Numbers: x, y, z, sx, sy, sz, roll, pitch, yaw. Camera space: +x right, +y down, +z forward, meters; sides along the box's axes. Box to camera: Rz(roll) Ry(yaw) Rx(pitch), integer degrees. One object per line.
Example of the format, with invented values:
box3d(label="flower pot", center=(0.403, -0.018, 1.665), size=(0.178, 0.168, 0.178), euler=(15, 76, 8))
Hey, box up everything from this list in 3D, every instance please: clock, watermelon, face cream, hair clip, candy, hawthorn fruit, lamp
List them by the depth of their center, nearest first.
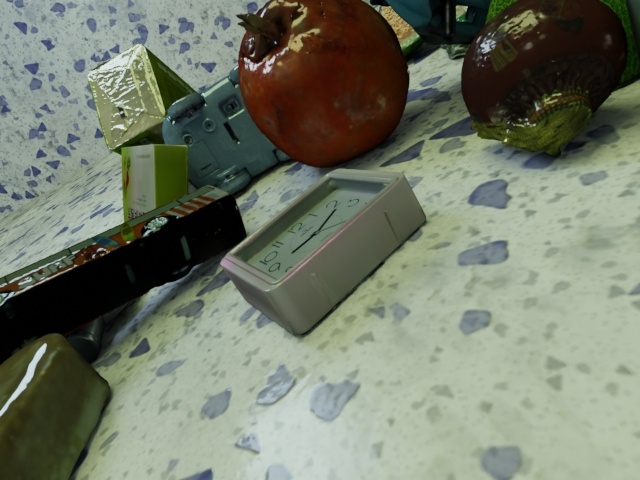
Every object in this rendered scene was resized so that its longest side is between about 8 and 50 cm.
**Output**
box3d(label="candy", center=(-0.299, 0.202, 0.455), size=(0.102, 0.104, 0.234), euler=(-21, 28, 10))
box3d(label="lamp", center=(0.226, -0.163, 0.481), size=(0.156, 0.157, 0.135), euler=(-14, 50, 20))
box3d(label="clock", center=(0.000, 0.000, 0.528), size=(0.197, 0.063, 0.150), euler=(-41, 27, -18))
box3d(label="hawthorn fruit", center=(-0.015, -0.258, 0.718), size=(0.276, 0.307, 0.276), euler=(-6, 77, 26))
box3d(label="face cream", center=(-0.357, 0.083, 0.748), size=(0.144, 0.071, 0.291), euler=(-31, 30, -1))
box3d(label="hair clip", center=(0.308, -0.486, 1.003), size=(0.138, 0.091, 0.321), euler=(-22, 27, 24))
box3d(label="watermelon", center=(0.226, -0.511, 1.103), size=(0.231, 0.128, 0.146), euler=(-49, -19, 11))

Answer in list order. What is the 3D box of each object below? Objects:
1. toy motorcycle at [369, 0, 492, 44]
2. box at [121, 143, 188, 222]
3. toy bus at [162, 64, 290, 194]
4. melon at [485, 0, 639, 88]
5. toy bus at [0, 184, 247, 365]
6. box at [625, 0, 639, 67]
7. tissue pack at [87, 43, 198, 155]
box3d(label="toy motorcycle", center=(0.234, -0.350, 0.660), size=(0.416, 0.172, 0.232), euler=(8, 27, -2))
box3d(label="box", center=(-0.316, -0.089, 0.886), size=(0.062, 0.175, 0.260), euler=(-4, 10, -34))
box3d(label="toy bus", center=(-0.165, -0.233, 0.975), size=(0.294, 0.197, 0.232), euler=(-32, 17, 1))
box3d(label="melon", center=(0.319, -0.275, 0.545), size=(0.265, 0.169, 0.129), euler=(-30, 28, 6))
box3d(label="toy bus", center=(-0.294, 0.046, 0.636), size=(0.408, 0.093, 0.092), euler=(-29, 36, -27))
box3d(label="box", center=(0.384, -0.208, 0.384), size=(0.226, 0.149, 0.226), euler=(-25, 27, 14))
box3d(label="tissue pack", center=(-0.370, -0.279, 1.103), size=(0.167, 0.200, 0.274), euler=(-25, -14, 11))
